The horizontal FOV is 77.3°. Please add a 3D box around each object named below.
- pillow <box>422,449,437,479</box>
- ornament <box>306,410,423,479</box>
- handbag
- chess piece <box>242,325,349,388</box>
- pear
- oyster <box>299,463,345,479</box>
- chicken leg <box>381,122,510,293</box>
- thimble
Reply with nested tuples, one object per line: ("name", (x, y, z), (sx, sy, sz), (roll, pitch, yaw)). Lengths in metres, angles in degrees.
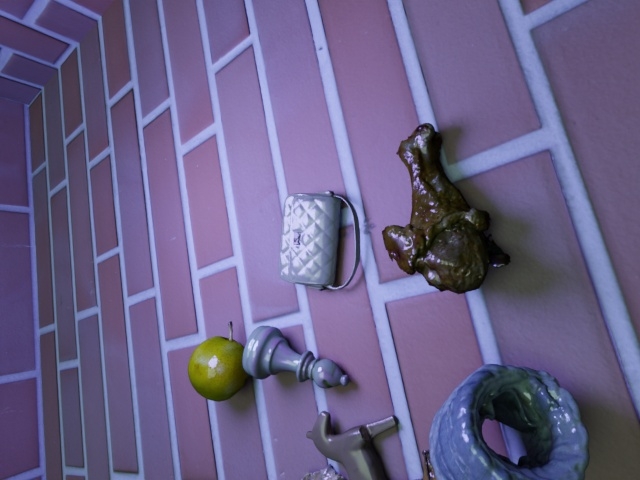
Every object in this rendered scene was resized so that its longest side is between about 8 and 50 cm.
("pillow", (0.298, 0.593, 0.724), (0.310, 0.119, 0.312), (15, 97, 30))
("ornament", (0.087, 0.492, 0.922), (0.245, 0.061, 0.230), (-33, 67, 25))
("handbag", (0.000, 0.000, 1.016), (0.219, 0.079, 0.256), (4, 91, 33))
("chess piece", (-0.054, 0.314, 1.013), (0.271, 0.139, 0.139), (12, 94, 26))
("pear", (-0.280, 0.344, 1.154), (0.180, 0.166, 0.216), (6, 68, 49))
("oyster", (-0.020, 0.639, 0.986), (0.209, 0.072, 0.133), (-25, 75, 30))
("chicken leg", (0.219, -0.051, 0.829), (0.211, 0.140, 0.361), (-25, 60, 11))
("thimble", (0.304, 0.326, 0.662), (0.205, 0.250, 0.172), (44, 142, 31))
